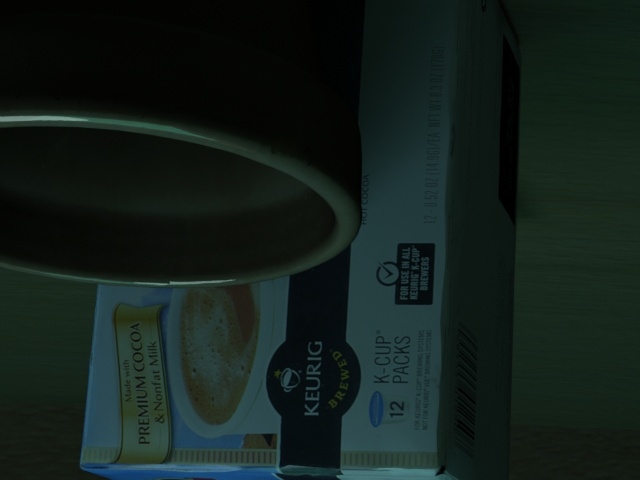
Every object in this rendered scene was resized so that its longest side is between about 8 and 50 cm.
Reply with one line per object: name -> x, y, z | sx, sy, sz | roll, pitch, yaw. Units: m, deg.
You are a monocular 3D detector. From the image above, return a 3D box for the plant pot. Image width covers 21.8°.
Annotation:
plant pot -> -0.100, -0.118, 0.898 | 0.263, 0.229, 0.263 | 4, 161, 1

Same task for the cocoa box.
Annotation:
cocoa box -> 0.000, 0.000, 1.095 | 0.228, 0.347, 0.231 | -1, 164, 16
